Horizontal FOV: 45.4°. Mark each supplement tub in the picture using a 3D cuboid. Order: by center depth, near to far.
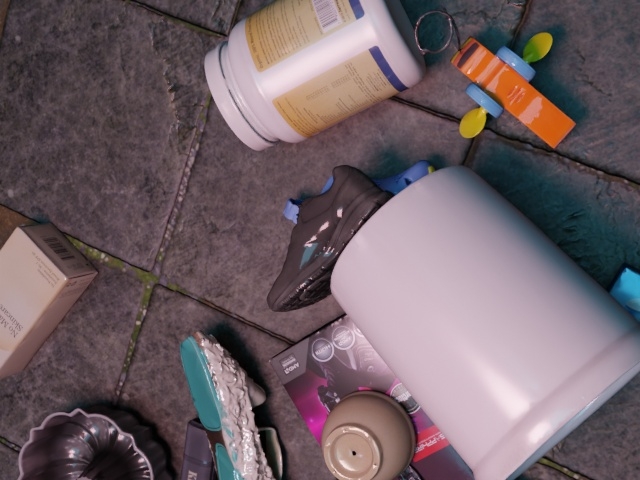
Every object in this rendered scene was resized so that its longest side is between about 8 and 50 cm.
[{"bbox_3d":[-0.010,-0.302,1.275,0.316,0.228,0.228,-24,88,19],"label":"supplement tub"}]

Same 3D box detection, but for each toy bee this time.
[{"bbox_3d":[0.283,-0.279,1.238,0.195,0.162,0.298,-29,111,11],"label":"toy bee"}]

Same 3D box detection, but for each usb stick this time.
[{"bbox_3d":[-0.248,0.492,1.538,0.077,0.045,0.277,12,100,16],"label":"usb stick"}]

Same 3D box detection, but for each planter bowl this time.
[{"bbox_3d":[0.068,0.342,1.278,0.162,0.109,0.162,1,93,21],"label":"planter bowl"}]

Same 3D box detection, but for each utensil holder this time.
[{"bbox_3d":[0.246,0.122,1.148,0.327,0.328,0.385,-48,66,17],"label":"utensil holder"}]

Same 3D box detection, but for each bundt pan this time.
[{"bbox_3d":[-0.446,0.485,1.563,0.331,0.124,0.330,2,97,18],"label":"bundt pan"}]

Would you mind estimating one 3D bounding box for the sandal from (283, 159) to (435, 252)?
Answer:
[{"bbox_3d":[0.053,-0.060,1.340,0.317,0.126,0.138,-29,82,18],"label":"sandal"}]

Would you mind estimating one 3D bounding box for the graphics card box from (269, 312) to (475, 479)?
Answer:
[{"bbox_3d":[0.101,0.310,1.376,0.233,0.094,0.370,-32,84,19],"label":"graphics card box"}]

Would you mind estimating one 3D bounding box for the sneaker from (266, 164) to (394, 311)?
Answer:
[{"bbox_3d":[0.000,0.000,1.267,0.286,0.109,0.130,-49,63,16],"label":"sneaker"}]

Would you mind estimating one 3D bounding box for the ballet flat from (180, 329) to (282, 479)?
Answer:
[{"bbox_3d":[-0.155,0.356,1.455,0.147,0.147,0.408,-13,93,19],"label":"ballet flat"}]

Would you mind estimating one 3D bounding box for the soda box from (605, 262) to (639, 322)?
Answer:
[{"bbox_3d":[0.472,0.145,1.246,0.071,0.067,0.210,31,105,13],"label":"soda box"}]

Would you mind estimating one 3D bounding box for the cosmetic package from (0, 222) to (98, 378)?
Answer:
[{"bbox_3d":[-0.625,0.128,1.591,0.160,0.113,0.309,43,106,10],"label":"cosmetic package"}]

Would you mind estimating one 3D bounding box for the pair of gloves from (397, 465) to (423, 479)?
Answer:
[{"bbox_3d":[0.135,0.423,1.323,0.074,0.010,0.083,45,106,11],"label":"pair of gloves"}]
